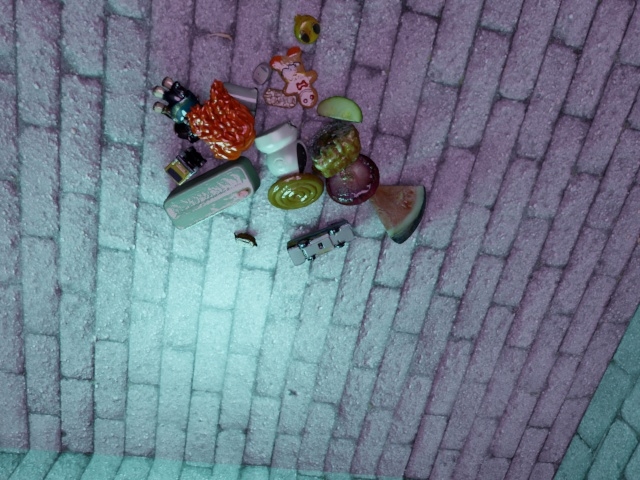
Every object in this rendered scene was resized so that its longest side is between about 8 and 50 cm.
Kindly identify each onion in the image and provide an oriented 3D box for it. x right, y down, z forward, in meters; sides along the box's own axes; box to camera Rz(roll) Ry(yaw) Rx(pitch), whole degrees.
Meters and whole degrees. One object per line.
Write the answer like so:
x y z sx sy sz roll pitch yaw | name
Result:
0.145 -0.263 1.800 0.248 0.248 0.161 -38 141 8 | onion

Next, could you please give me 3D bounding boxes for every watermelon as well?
0.349 -0.142 1.830 0.292 0.250 0.283 22 101 -15 | watermelon

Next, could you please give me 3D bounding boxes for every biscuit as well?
-0.105 -0.207 1.787 0.262 0.037 0.262 -11 154 -5 | biscuit
-0.092 -0.672 1.705 0.165 0.036 0.250 -29 105 2 | biscuit
-0.171 -0.606 1.740 0.147 0.018 0.071 8 109 -7 | biscuit

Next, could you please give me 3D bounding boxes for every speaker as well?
-0.467 -0.201 1.766 0.406 0.184 0.183 -26 109 4 | speaker

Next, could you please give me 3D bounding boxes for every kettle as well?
-0.336 -0.581 1.695 0.148 0.098 0.127 8 103 -11 | kettle

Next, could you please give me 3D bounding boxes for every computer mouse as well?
-0.240 -0.692 1.690 0.066 0.039 0.096 41 128 -8 | computer mouse

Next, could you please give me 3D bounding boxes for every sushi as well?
0.047 -0.383 1.730 0.274 0.184 0.139 -37 138 12 | sushi
-0.354 -0.004 1.915 0.120 0.055 0.052 10 119 3 | sushi

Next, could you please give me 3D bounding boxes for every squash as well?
0.081 -0.539 1.662 0.169 0.252 0.093 9 106 -8 | squash

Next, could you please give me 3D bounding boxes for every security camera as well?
-0.154 -0.367 1.736 0.194 0.194 0.236 -23 110 3 | security camera

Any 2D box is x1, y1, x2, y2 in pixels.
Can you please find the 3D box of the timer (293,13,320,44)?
-0.059 -0.852 1.640 0.107 0.109 0.107 -16 136 -16 | timer

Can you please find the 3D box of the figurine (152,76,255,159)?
-0.465 -0.480 1.611 0.411 0.241 0.306 14 134 15 | figurine

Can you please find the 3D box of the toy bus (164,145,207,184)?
-0.563 -0.316 1.715 0.114 0.201 0.098 -37 109 16 | toy bus

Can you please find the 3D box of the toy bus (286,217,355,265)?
0.000 0.000 1.907 0.317 0.138 0.112 -22 115 2 | toy bus
